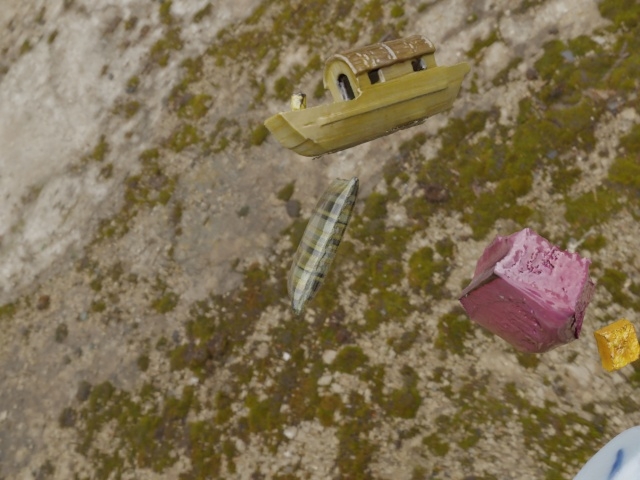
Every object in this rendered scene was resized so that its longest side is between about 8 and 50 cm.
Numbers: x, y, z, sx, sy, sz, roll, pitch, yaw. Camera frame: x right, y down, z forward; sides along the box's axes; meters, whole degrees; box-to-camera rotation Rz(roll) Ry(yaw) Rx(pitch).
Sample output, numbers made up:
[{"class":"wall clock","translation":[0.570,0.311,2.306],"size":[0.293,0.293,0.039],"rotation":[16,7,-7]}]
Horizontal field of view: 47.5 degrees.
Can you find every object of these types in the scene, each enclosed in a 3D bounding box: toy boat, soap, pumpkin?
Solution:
[{"class":"toy boat","translation":[0.047,-0.141,0.694],"size":[0.068,0.226,0.088],"rotation":[-13,97,59]},{"class":"soap","translation":[0.376,0.102,1.344],"size":[0.220,0.325,0.127],"rotation":[33,76,4]},{"class":"pumpkin","translation":[0.560,0.198,1.376],"size":[0.054,0.074,0.083],"rotation":[179,73,-72]}]

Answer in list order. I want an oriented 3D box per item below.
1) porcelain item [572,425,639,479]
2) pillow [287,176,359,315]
[{"class":"porcelain item","translation":[0.515,0.421,1.113],"size":[0.405,0.178,0.242],"rotation":[-36,65,-10]},{"class":"pillow","translation":[0.000,0.000,1.115],"size":[0.208,0.052,0.212],"rotation":[-130,63,-83]}]
